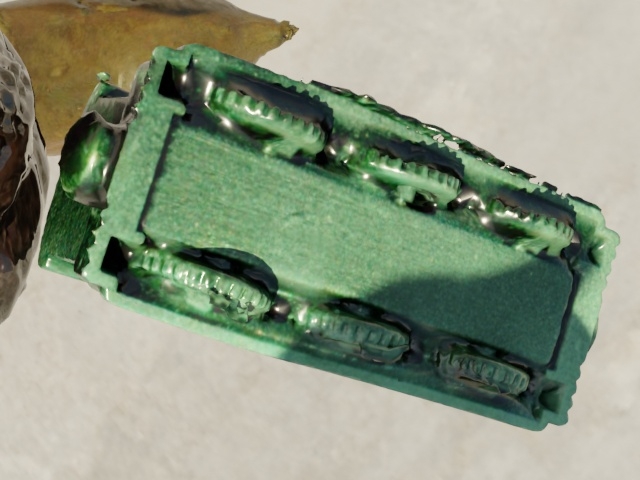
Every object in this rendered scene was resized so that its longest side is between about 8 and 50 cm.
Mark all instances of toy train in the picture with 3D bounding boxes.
[{"bbox_3d":[0.000,0.000,0.746,0.330,0.178,0.138,20,84,-29],"label":"toy train"}]

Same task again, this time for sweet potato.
[{"bbox_3d":[-0.205,-0.164,1.300,0.369,0.158,0.158,-11,115,-22],"label":"sweet potato"}]

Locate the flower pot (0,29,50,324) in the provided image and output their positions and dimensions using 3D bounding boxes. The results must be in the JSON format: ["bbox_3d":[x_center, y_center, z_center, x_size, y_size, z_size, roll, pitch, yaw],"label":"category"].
[{"bbox_3d":[-0.261,-0.108,0.720,0.266,0.266,0.267,5,111,-32],"label":"flower pot"}]
